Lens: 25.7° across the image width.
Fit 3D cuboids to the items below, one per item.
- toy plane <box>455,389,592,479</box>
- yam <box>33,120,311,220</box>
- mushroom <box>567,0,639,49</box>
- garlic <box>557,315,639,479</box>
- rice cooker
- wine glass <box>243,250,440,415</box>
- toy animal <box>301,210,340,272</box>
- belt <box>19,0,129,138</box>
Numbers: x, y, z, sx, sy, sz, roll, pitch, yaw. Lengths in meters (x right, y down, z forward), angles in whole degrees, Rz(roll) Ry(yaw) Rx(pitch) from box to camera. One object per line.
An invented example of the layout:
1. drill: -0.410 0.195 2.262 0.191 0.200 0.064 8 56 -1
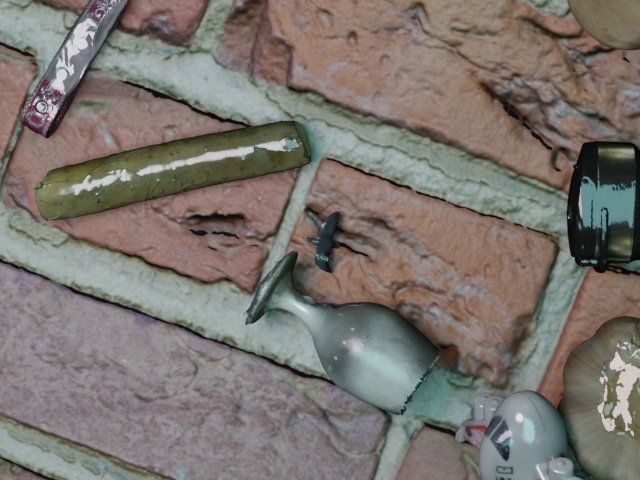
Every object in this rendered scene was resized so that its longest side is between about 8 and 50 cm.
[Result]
1. toy plane: 0.249 0.299 1.754 0.118 0.252 0.252 -13 91 -23
2. yam: -0.197 -0.094 1.861 0.371 0.083 0.083 -11 91 7
3. mushroom: 0.452 -0.329 1.659 0.290 0.292 0.292 33 98 -11
4. garlic: 0.402 0.209 1.742 0.227 0.152 0.228 -6 77 27
5. rice cooker: 0.360 -0.043 1.756 0.106 0.112 0.165 -6 93 4
6. wine glass: 0.030 0.122 1.815 0.241 0.126 0.126 34 98 7
7. toy animal: 0.000 0.000 1.859 0.050 0.028 0.084 8 97 8
8. belt: -0.329 -0.245 1.883 0.053 0.071 0.232 33 101 -1
